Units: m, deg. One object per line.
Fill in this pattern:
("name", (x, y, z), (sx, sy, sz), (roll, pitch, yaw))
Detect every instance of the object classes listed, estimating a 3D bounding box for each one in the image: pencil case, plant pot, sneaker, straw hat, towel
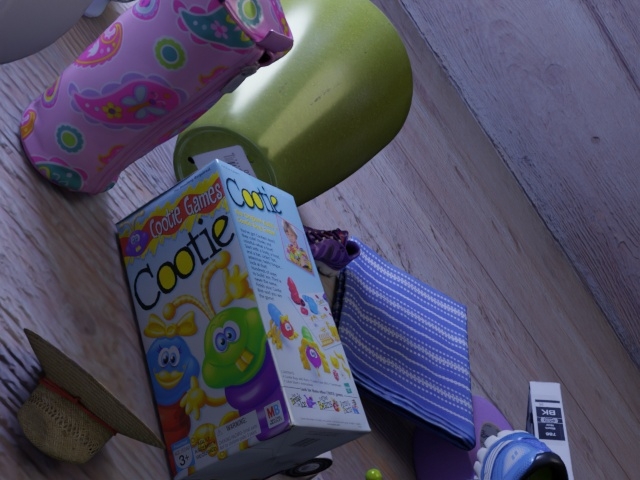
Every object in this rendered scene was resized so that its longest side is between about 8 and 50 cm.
("pencil case", (-0.154, -0.151, 0.814), (0.124, 0.284, 0.124), (40, 33, -33))
("plant pot", (-0.056, -0.153, 1.108), (0.274, 0.275, 0.293), (54, 38, -16))
("sneaker", (0.256, 0.409, 1.081), (0.147, 0.130, 0.329), (155, -65, -77))
("straw hat", (-0.193, 0.137, 0.668), (0.061, 0.144, 0.144), (-50, 117, -21))
("sneaker", (0.000, 0.000, 1.245), (0.170, 0.071, 0.068), (19, 46, -58))
("towel", (0.127, 0.138, 1.283), (0.243, 0.040, 0.336), (31, 30, -12))

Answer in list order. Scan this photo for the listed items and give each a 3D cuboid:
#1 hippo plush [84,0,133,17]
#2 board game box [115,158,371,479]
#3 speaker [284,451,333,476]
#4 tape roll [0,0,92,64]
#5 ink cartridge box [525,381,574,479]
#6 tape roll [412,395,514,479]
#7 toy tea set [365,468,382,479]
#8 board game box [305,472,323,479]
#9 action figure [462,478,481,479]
("hippo plush", (-0.241, -0.408, 1.006), (0.294, 0.234, 0.236), (55, 1, 43))
("board game box", (-0.082, 0.084, 0.871), (0.144, 0.142, 0.275), (24, 42, -56))
("speaker", (-0.027, 0.191, 0.977), (0.055, 0.055, 0.136), (33, 35, -49))
("tape roll", (-0.297, -0.274, 0.662), (0.286, 0.286, 0.100), (60, 21, -1))
("ink cartridge box", (0.396, 0.406, 1.515), (0.332, 0.065, 0.165), (-72, 162, -64))
("tape roll", (0.247, 0.375, 1.298), (0.275, 0.090, 0.274), (45, 27, -31))
("toy tea set", (0.151, 0.419, 0.988), (0.200, 0.124, 0.335), (31, 36, -51))
("board game box", (-0.006, 0.304, 0.928), (0.090, 0.020, 0.090), (64, 24, 9))
("action figure", (0.062, 0.341, 0.864), (0.285, 0.099, 0.185), (-12, 78, -38))
